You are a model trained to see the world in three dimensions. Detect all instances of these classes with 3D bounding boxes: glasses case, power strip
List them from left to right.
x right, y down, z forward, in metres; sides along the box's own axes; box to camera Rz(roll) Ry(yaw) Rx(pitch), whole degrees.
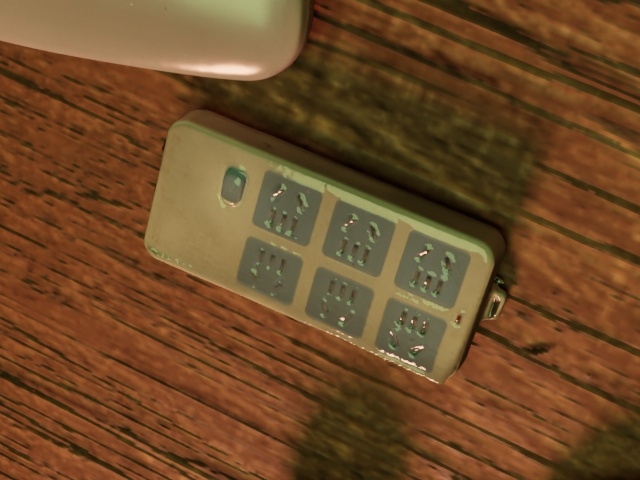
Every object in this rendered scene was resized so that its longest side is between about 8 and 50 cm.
[{"bbox_3d":[-0.096,-0.125,0.676,0.197,0.049,0.076,11,116,19],"label":"glasses case"},{"bbox_3d":[0.000,0.000,0.699,0.192,0.035,0.081,23,119,12],"label":"power strip"}]
